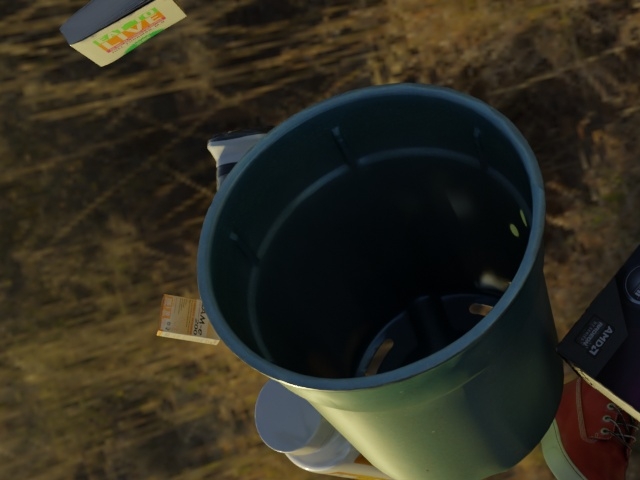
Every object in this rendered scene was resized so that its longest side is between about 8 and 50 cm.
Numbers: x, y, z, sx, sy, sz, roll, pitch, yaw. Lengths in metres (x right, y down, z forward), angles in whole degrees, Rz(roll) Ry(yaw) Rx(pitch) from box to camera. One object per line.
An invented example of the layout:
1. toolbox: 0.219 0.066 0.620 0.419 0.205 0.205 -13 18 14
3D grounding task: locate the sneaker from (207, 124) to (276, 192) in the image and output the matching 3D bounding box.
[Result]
1. sneaker: -0.001 0.000 1.970 0.169 0.447 0.257 -8 81 33

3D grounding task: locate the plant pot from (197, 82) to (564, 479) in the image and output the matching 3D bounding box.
1. plant pot: 0.095 0.076 1.439 0.341 0.341 0.334 47 172 39

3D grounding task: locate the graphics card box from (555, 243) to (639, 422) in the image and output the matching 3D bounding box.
1. graphics card box: 0.431 0.125 1.295 0.371 0.233 0.094 39 179 35

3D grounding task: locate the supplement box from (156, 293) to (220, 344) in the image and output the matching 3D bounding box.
1. supplement box: -0.205 0.125 2.226 0.036 0.098 0.062 126 152 -69

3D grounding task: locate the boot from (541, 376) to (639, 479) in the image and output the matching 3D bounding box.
1. boot: 0.337 0.201 1.571 0.088 0.176 0.244 45 -166 -19

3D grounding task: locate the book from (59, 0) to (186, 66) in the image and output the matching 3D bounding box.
1. book: -0.176 -0.199 1.263 0.035 0.096 0.144 58 -178 1

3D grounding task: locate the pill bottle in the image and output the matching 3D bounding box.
1. pill bottle: 0.029 0.229 1.777 0.136 0.245 0.136 -10 72 33
